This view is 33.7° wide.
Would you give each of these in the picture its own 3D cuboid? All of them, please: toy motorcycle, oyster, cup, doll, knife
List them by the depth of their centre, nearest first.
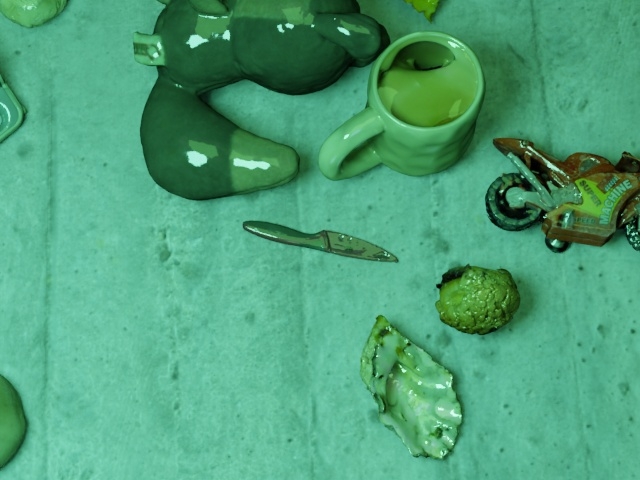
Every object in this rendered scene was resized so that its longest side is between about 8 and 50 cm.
[{"bbox_3d":[0.123,0.225,1.550,0.209,0.072,0.133,44,72,-9],"label":"oyster"},{"bbox_3d":[0.130,-0.167,1.583,0.173,0.202,0.255,32,76,9],"label":"cup"},{"bbox_3d":[0.401,-0.068,1.613,0.298,0.089,0.171,11,73,4],"label":"toy motorcycle"},{"bbox_3d":[-0.080,-0.249,1.623,0.382,0.252,0.378,8,105,15],"label":"doll"},{"bbox_3d":[0.000,0.000,1.636,0.247,0.018,0.035,12,72,1],"label":"knife"}]

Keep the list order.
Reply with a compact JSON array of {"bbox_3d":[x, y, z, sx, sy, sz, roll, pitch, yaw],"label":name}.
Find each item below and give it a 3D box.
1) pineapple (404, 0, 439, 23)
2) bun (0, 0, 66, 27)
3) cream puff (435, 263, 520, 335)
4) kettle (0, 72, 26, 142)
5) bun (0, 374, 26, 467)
[{"bbox_3d":[0.168,-0.511,1.704,0.140,0.250,0.164,17,41,3],"label":"pineapple"},{"bbox_3d":[-0.467,-0.392,1.719,0.115,0.069,0.115,-1,53,1],"label":"bun"},{"bbox_3d":[0.232,0.087,1.549,0.119,0.133,0.104,6,78,-9],"label":"cream puff"},{"bbox_3d":[-0.604,-0.202,1.637,0.243,0.160,0.210,-35,95,-15],"label":"kettle"},{"bbox_3d":[-0.519,0.260,1.512,0.173,0.113,0.166,-27,76,-9],"label":"bun"}]
